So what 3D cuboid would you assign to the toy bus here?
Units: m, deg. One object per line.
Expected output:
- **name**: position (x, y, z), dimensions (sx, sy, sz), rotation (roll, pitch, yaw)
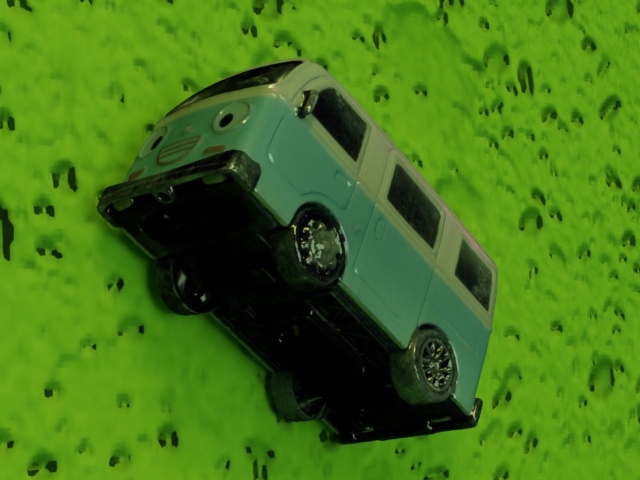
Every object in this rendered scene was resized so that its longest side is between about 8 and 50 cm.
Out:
- **toy bus**: position (0.000, 0.000, 0.471), dimensions (0.123, 0.060, 0.075), rotation (47, 48, -31)
